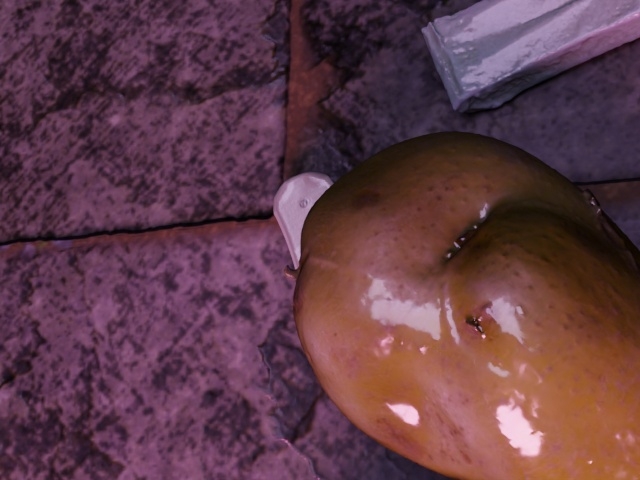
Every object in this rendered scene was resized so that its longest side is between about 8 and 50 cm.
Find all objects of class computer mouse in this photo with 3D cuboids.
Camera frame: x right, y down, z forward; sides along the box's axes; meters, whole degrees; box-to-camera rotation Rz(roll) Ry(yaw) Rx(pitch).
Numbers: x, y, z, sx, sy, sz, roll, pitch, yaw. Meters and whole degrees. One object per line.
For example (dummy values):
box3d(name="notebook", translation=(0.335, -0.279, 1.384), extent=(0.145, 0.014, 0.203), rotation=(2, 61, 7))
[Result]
box3d(name="computer mouse", translation=(0.000, 0.000, 1.075), extent=(0.056, 0.032, 0.110), rotation=(-20, 76, 15))

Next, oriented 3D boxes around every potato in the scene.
box3d(name="potato", translation=(0.135, 0.069, 0.906), extent=(0.351, 0.202, 0.218), rotation=(30, 45, 22))

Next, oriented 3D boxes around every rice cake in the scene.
box3d(name="rice cake", translation=(0.196, -0.177, 1.058), extent=(0.226, 0.040, 0.085), rotation=(-23, 64, 12))
